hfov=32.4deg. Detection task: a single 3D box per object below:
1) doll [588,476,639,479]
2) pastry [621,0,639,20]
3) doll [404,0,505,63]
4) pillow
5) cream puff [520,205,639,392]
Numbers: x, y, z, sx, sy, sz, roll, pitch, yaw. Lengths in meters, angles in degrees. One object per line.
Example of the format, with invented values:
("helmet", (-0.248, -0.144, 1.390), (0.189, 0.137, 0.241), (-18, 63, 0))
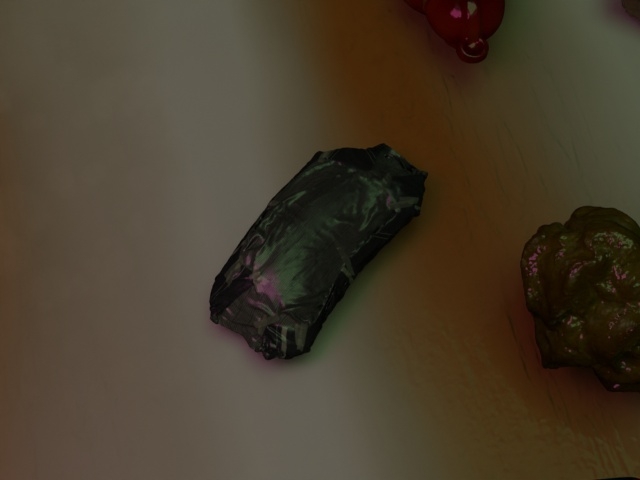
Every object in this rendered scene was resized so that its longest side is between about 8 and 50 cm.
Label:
("doll", (0.298, 0.408, 1.148), (0.284, 0.240, 0.310), (3, 69, -31))
("pastry", (0.523, -0.317, 1.549), (0.258, 0.089, 0.121), (34, 66, 15))
("doll", (0.187, -0.403, 1.544), (0.182, 0.160, 0.363), (-5, 67, -5))
("pillow", (0.000, 0.000, 1.402), (0.161, 0.092, 0.335), (36, 70, 8))
("cream puff", (0.345, 0.072, 1.310), (0.196, 0.244, 0.244), (-15, 67, 7))
